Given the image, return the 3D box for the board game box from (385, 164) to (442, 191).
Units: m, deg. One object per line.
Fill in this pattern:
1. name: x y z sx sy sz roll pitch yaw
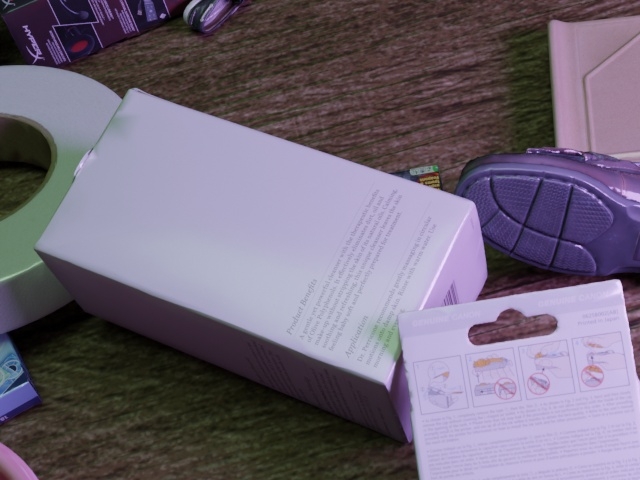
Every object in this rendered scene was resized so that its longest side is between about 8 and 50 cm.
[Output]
1. board game box: 0.000 0.000 1.327 0.259 0.030 0.136 -9 53 7

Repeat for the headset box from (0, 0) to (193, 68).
1. headset box: -0.268 -0.359 1.627 0.293 0.110 0.218 -26 50 -6

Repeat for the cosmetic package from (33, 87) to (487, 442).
1. cosmetic package: -0.052 0.018 1.211 0.365 0.155 0.197 20 68 22

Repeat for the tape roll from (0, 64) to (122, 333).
1. tape roll: -0.378 -0.048 1.396 0.392 0.072 0.392 -5 43 5

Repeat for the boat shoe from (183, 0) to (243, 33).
1. boat shoe: -0.110 -0.298 1.580 0.125 0.046 0.038 -41 54 -15

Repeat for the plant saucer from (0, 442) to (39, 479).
1. plant saucer: -0.374 0.322 1.133 0.332 0.084 0.332 -8 50 9

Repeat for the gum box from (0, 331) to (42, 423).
1. gum box: -0.387 0.128 1.317 0.157 0.041 0.184 -29 51 -9

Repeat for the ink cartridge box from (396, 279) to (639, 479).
1. ink cartridge box: 0.172 0.162 1.059 0.189 0.066 0.232 -9 82 8

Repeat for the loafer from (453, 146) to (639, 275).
1. loafer: 0.270 -0.028 1.210 0.302 0.109 0.095 12 37 -3

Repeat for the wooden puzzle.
1. wooden puzzle: 0.359 -0.154 1.349 0.238 0.044 0.221 -2 52 8
